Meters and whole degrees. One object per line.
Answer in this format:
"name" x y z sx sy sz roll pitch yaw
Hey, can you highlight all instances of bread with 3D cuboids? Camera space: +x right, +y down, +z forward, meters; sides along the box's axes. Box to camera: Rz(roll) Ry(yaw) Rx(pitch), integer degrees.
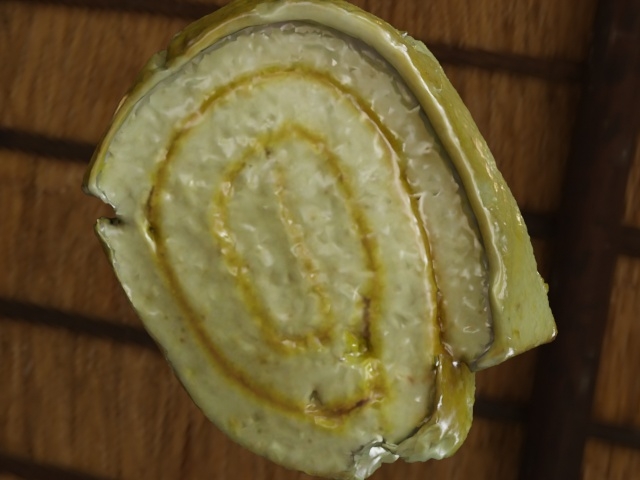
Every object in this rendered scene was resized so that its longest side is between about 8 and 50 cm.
"bread" 0.000 0.000 0.521 0.117 0.064 0.156 -25 -85 12
